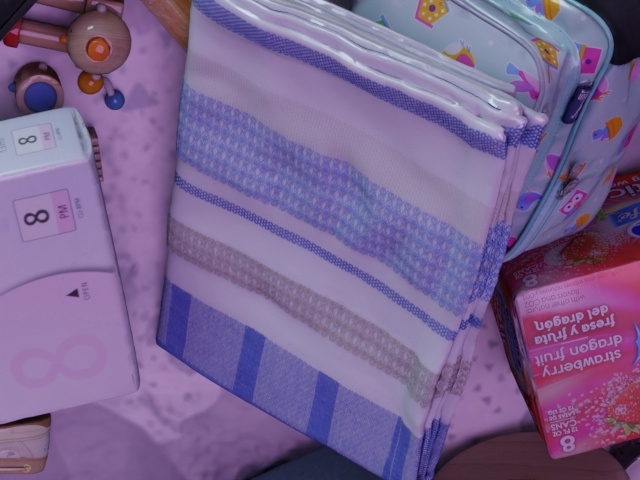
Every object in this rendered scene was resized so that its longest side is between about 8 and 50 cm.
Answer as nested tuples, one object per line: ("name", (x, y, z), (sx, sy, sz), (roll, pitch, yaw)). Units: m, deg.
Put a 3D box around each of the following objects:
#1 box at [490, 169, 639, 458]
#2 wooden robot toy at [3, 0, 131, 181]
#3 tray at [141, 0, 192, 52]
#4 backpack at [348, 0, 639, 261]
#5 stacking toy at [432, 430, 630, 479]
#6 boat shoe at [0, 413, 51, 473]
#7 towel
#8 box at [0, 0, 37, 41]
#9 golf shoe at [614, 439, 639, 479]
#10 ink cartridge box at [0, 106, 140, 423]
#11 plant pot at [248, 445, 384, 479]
("box", (0.238, 0.026, 1.009), (0.257, 0.128, 0.123), (-15, 113, 0))
("wooden robot toy", (-0.137, -0.108, 0.909), (0.076, 0.079, 0.173), (7, 109, -16))
("tray", (-0.108, -0.298, 0.803), (0.203, 0.076, 0.411), (-27, 117, 29))
("backpack", (0.091, -0.080, 0.914), (0.144, 0.166, 0.188), (-30, 145, -39))
("stacking toy", (0.160, 0.298, 1.122), (0.141, 0.141, 0.330), (-16, 120, -6))
("boat shoe", (-0.232, 0.131, 0.997), (0.135, 0.050, 0.045), (-4, 106, -12))
("towel", (0.000, 0.000, 0.902), (0.209, 0.034, 0.285), (28, 132, 20))
("box", (-0.255, -0.154, 0.863), (0.190, 0.045, 0.184), (41, 108, -19))
("golf shoe", (0.246, 0.230, 1.126), (0.077, 0.094, 0.198), (-15, 112, -6))
("ink cartridge box", (-0.230, 0.034, 0.926), (0.232, 0.066, 0.189), (-16, 134, -11))
("plant pot", (-0.035, 0.306, 1.017), (0.252, 0.248, 0.247), (-18, 115, 4))
